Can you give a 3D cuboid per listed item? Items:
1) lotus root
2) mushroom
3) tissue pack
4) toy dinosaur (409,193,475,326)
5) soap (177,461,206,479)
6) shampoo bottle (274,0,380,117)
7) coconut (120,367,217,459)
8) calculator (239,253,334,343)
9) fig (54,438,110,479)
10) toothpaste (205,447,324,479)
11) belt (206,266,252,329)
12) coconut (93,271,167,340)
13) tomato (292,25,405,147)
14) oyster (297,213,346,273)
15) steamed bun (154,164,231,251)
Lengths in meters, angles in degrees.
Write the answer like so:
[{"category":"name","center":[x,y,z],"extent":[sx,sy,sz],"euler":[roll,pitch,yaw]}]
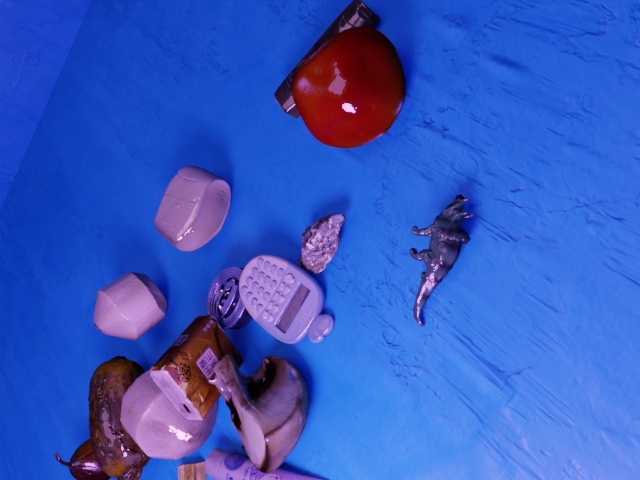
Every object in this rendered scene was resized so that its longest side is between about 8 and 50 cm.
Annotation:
[{"category":"lotus root","center":[-0.613,0.552,1.854],"extent":[0.179,0.195,0.398],"euler":[-37,59,35]},{"category":"mushroom","center":[-0.137,0.426,1.513],"extent":[0.292,0.212,0.218],"euler":[30,140,36]},{"category":"tissue pack","center":[-0.322,0.331,1.591],"extent":[0.092,0.226,0.183],"euler":[-14,115,37]},{"category":"toy dinosaur","center":[0.240,0.034,1.300],"extent":[0.120,0.079,0.292],"euler":[43,111,42]},{"category":"soap","center":[-0.357,0.753,1.675],"extent":[0.092,0.037,0.252],"euler":[-21,66,38]},{"category":"shampoo bottle","center":[0.015,-0.493,1.634],"extent":[0.350,0.084,0.126],"euler":[-44,52,24]},{"category":"coconut","center":[-0.412,0.480,1.662],"extent":[0.265,0.237,0.238],"euler":[18,91,42]},{"category":"calculator","center":[-0.091,0.155,1.553],"extent":[0.302,0.042,0.188],"euler":[35,100,23]},{"category":"fig","center":[-0.741,0.723,1.947],"extent":[0.149,0.202,0.148],"euler":[1,93,7]},{"category":"toothpaste","center":[-0.135,0.607,1.502],"extent":[0.371,0.080,0.125],"euler":[7,80,35]},{"category":"belt","center":[-0.243,0.166,1.694],"extent":[0.141,0.082,0.190],"euler":[32,101,32]},{"category":"coconut","center":[-0.611,0.216,1.908],"extent":[0.202,0.222,0.202],"euler":[40,150,28]},{"category":"tomato","center":[0.065,-0.373,1.459],"extent":[0.298,0.226,0.299],"euler":[-10,73,35]},{"category":"oyster","center":[0.000,0.000,1.535],"extent":[0.125,0.064,0.177],"euler":[28,100,38]},{"category":"steamed bun","center":[-0.378,-0.091,1.834],"extent":[0.200,0.154,0.250],"euler":[25,90,40]}]
